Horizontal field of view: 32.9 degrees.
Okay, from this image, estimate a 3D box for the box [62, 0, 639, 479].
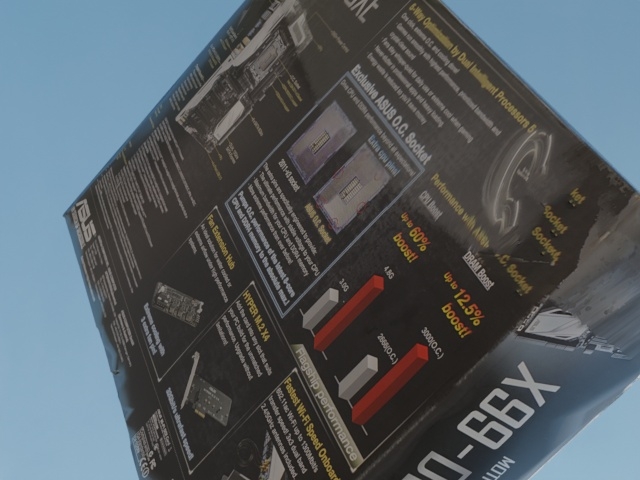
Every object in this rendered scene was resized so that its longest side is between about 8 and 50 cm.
[{"bbox_3d":[0.000,0.000,0.516,0.242,0.076,0.307,-47,-141,13],"label":"box"}]
